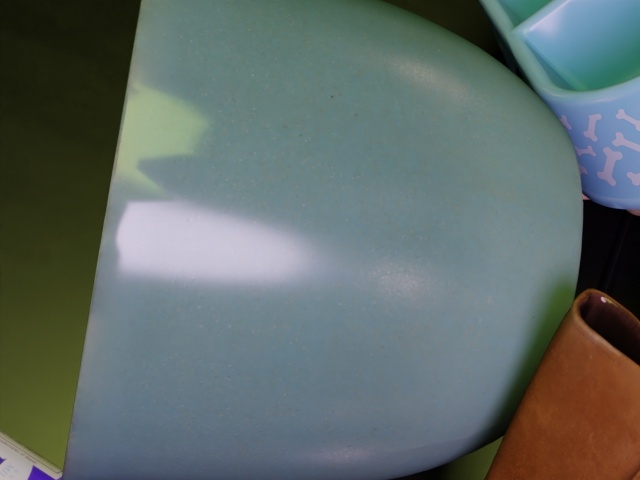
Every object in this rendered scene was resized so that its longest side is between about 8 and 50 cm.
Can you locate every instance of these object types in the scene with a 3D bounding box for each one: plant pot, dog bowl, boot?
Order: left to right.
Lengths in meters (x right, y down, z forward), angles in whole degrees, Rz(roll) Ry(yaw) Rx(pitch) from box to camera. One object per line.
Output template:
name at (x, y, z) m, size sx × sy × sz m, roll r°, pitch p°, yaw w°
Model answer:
plant pot at (0.000, 0.000, 0.664) m, size 0.235 × 0.293 × 0.293 m, roll 9°, pitch 61°, yaw -9°
dog bowl at (0.185, -0.139, 0.740) m, size 0.166 × 0.074 × 0.297 m, roll -36°, pitch 29°, yaw 14°
boot at (0.152, 0.203, 0.560) m, size 0.096 × 0.280 × 0.264 m, roll -3°, pitch 42°, yaw -48°

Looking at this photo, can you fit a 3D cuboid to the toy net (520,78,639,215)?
toy net at (0.185, -0.041, 0.769) m, size 0.122 × 0.045 × 0.232 m, roll -29°, pitch 38°, yaw -30°

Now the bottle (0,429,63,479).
bottle at (-0.174, 0.175, 0.663) m, size 0.283 × 0.092 × 0.118 m, roll 29°, pitch 65°, yaw 14°
